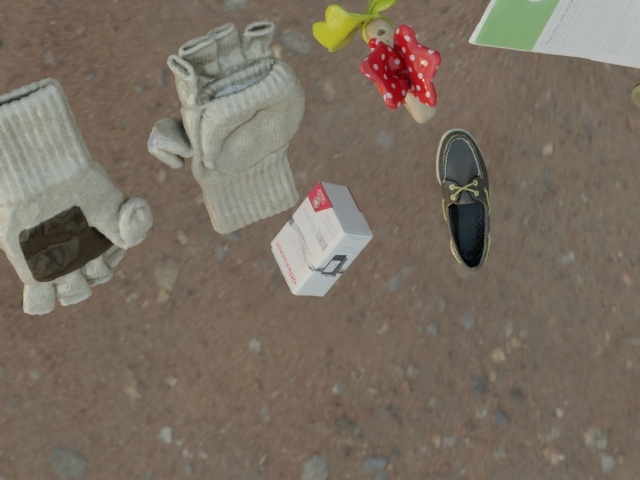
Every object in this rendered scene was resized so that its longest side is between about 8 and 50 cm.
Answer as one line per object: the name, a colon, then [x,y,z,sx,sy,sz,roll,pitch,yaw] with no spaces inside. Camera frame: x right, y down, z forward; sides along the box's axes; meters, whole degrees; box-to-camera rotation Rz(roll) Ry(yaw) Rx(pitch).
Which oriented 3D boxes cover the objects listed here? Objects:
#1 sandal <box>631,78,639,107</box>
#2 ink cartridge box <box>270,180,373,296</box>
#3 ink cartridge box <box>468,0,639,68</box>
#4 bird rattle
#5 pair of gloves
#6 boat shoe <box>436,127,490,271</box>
sandal: [0.510,-0.146,1.640,0.120,0.303,0.086,23,103,-29]
ink cartridge box: [0.000,0.000,1.899,0.150,0.063,0.109,-51,49,33]
ink cartridge box: [0.236,-0.216,0.930,0.235,0.056,0.171,4,131,-26]
bird rattle: [0.114,-0.253,1.715,0.143,0.253,0.207,-38,137,0]
pair of gloves: [-0.119,-0.048,0.863,0.240,0.042,0.204,-20,144,-16]
boat shoe: [0.234,-0.064,1.944,0.081,0.068,0.227,-9,105,3]
